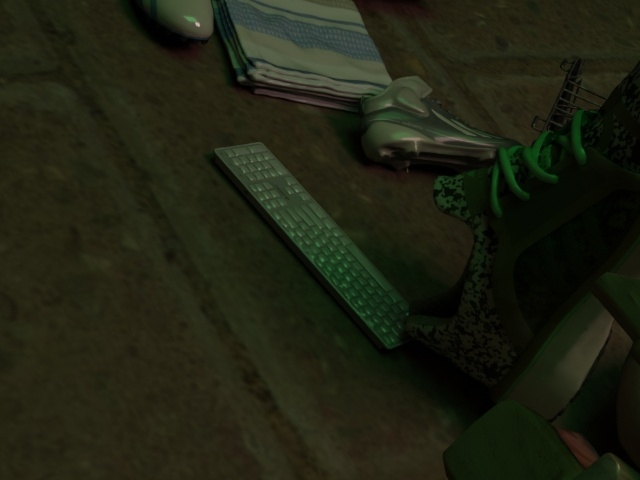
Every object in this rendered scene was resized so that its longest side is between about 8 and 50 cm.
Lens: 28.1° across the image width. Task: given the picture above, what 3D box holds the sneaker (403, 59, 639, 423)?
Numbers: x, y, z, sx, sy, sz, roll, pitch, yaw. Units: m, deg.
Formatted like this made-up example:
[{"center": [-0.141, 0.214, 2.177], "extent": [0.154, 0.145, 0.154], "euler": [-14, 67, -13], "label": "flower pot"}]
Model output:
[{"center": [0.184, -0.029, 1.036], "extent": [0.182, 0.410, 0.158], "euler": [23, 27, 2], "label": "sneaker"}]

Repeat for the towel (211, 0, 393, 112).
[{"center": [-0.029, -0.250, 1.425], "extent": [0.209, 0.034, 0.285], "euler": [8, 43, -30], "label": "towel"}]

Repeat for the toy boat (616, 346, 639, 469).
[{"center": [0.355, 0.083, 1.166], "extent": [0.267, 0.148, 0.318], "euler": [-16, 83, -46], "label": "toy boat"}]

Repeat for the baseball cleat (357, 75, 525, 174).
[{"center": [0.135, -0.121, 1.352], "extent": [0.206, 0.072, 0.109], "euler": [6, 65, -32], "label": "baseball cleat"}]

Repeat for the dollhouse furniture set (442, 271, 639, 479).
[{"center": [0.221, 0.244, 0.786], "extent": [0.394, 0.362, 0.256], "euler": [36, 15, -52], "label": "dollhouse furniture set"}]

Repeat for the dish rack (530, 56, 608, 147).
[{"center": [0.230, -0.054, 1.260], "extent": [0.074, 0.208, 0.271], "euler": [21, 34, 9], "label": "dish rack"}]

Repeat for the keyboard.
[{"center": [0.000, 0.000, 1.180], "extent": [0.072, 0.014, 0.256], "euler": [-20, 61, -47], "label": "keyboard"}]

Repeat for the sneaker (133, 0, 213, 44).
[{"center": [-0.152, -0.297, 1.346], "extent": [0.085, 0.086, 0.237], "euler": [11, 43, -29], "label": "sneaker"}]
